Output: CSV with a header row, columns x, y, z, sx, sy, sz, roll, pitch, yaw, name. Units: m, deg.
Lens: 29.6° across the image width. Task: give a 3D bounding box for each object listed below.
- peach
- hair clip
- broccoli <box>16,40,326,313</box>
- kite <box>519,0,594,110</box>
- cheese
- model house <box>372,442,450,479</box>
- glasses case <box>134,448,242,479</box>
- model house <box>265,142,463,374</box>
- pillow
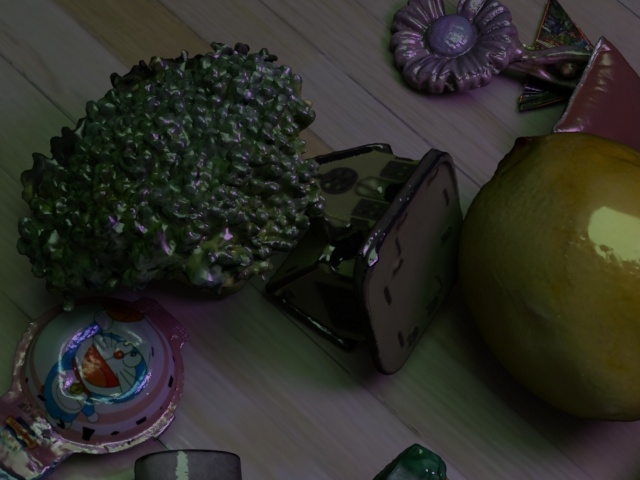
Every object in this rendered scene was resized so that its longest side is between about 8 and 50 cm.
x,y,z,sx,sy,sz,roll,pitch,yaw,name
0.307,0.040,1.371,0.316,0.281,0.314,48,26,-15,peach
0.245,-0.259,1.651,0.300,0.069,0.173,11,58,-4,hair clip
-0.162,-0.062,1.309,0.323,0.272,0.334,12,49,-9,broccoli
0.335,-0.261,1.720,0.183,0.014,0.241,16,57,-2,kite
-0.260,0.162,1.272,0.189,0.074,0.286,43,60,14,cheese
0.116,0.401,1.148,0.325,0.194,0.267,44,43,3,model house
-0.124,0.357,1.197,0.114,0.060,0.299,4,59,-19,glasses case
0.000,0.000,1.406,0.278,0.205,0.218,14,50,30,model house
0.381,-0.153,1.611,0.171,0.075,0.179,43,61,-27,pillow
